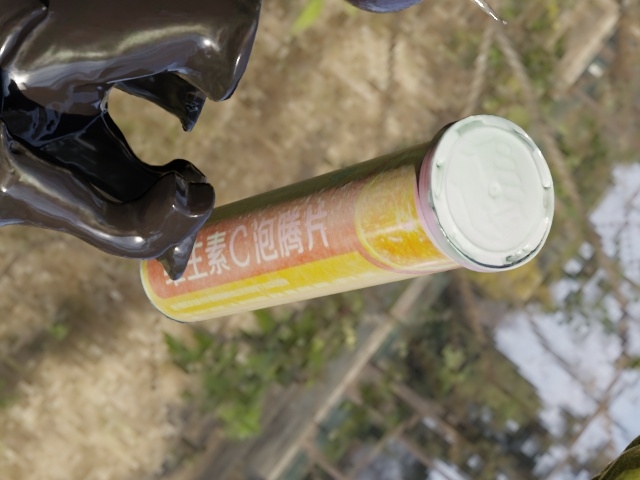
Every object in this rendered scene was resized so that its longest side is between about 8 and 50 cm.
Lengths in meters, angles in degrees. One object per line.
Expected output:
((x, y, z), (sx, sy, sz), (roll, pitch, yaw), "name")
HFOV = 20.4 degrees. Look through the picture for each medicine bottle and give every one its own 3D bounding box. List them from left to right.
((0.000, 0.000, 1.365), (0.426, 0.108, 0.108), (-16, -148, 55), "medicine bottle")

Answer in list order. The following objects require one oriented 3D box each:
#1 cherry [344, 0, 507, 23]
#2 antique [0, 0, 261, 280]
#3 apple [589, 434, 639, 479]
((0.091, -0.316, 1.614), (0.236, 0.285, 0.213), (-36, -166, -14), "cherry")
((-0.176, -0.125, 1.063), (0.322, 0.255, 0.185), (-92, -156, -44), "antique")
((0.343, 0.291, 1.574), (0.279, 0.279, 0.279), (-52, -178, 2), "apple")
